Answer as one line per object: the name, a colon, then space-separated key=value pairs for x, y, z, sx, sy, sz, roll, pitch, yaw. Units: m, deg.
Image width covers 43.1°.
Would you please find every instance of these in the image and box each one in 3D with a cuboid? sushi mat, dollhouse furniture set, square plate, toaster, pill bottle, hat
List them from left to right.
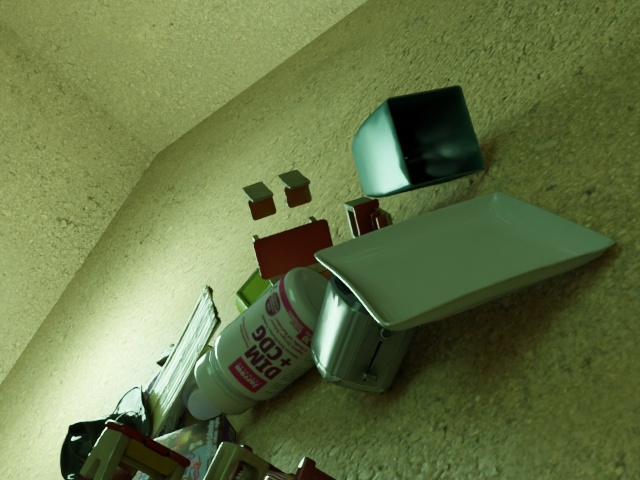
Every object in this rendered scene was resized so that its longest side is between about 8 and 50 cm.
hat: x=-0.473 y=0.448 z=1.712 sx=0.331 sy=0.134 sz=0.331 roll=-43 pitch=39 yaw=49
sushi mat: x=-0.282 y=0.249 z=1.642 sx=0.316 sy=0.019 sz=0.151 roll=-60 pitch=24 yaw=17
pill bottle: x=-0.246 y=0.295 z=1.685 sx=0.103 sy=0.103 sz=0.184 roll=-47 pitch=22 yaw=4
dollhouse furniture set: x=-0.146 y=0.324 z=1.103 sx=0.201 sy=0.374 sz=0.152 roll=-10 pitch=48 yaw=55
pill bottle: x=-0.091 y=0.191 z=1.489 sx=0.283 sy=0.160 sz=0.160 roll=-42 pitch=23 yaw=24
dollhouse furniture set: x=0.000 y=0.000 z=1.556 sx=0.259 sy=0.262 sz=0.135 roll=-19 pitch=21 yaw=-12
toaster: x=0.060 y=0.145 z=1.295 sx=0.227 sy=0.129 sz=0.146 roll=-132 pitch=61 yaw=-70
square plate: x=0.197 y=0.027 z=1.214 sx=0.344 sy=0.049 sz=0.347 roll=-18 pitch=19 yaw=-11

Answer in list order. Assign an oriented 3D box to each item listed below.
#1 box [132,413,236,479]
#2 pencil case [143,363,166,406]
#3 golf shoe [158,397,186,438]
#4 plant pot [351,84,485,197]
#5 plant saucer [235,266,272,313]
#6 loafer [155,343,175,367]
box: x=-0.256 y=0.451 z=1.425 sx=0.201 sy=0.057 sz=0.293 roll=-22 pitch=28 yaw=9
pencil case: x=-0.327 y=0.318 z=1.818 sx=0.206 sy=0.086 sz=0.088 roll=-49 pitch=14 yaw=-3
golf shoe: x=-0.329 y=0.396 z=1.731 sx=0.086 sy=0.067 sz=0.186 roll=7 pitch=67 yaw=59
plant pot: x=0.164 y=-0.172 z=1.561 sx=0.165 sy=0.166 sz=0.234 roll=-14 pitch=-3 yaw=-25
plant saucer: x=-0.123 y=0.102 z=1.855 sx=0.188 sy=0.045 sz=0.188 roll=-49 pitch=22 yaw=-3
loafer: x=-0.356 y=0.277 z=1.981 sx=0.148 sy=0.056 sz=0.050 roll=-22 pitch=40 yaw=47
